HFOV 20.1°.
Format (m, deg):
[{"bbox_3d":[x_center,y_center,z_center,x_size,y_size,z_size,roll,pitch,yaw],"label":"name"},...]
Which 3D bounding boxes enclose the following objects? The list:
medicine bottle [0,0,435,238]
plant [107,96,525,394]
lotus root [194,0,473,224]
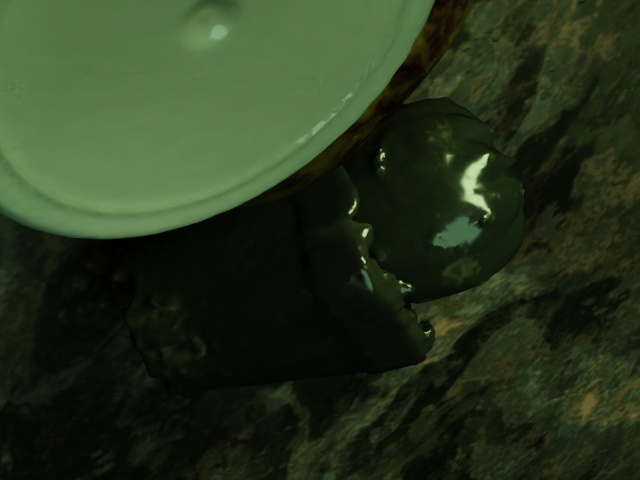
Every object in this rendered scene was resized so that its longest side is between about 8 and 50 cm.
[{"bbox_3d":[-0.099,-0.158,0.767,0.238,0.232,0.238,-23,142,-20],"label":"medicine bottle"},{"bbox_3d":[0.000,0.000,1.106,0.256,0.164,0.142,-25,145,1],"label":"plant"},{"bbox_3d":[-0.013,-0.122,0.963,0.314,0.141,0.169,-44,149,8],"label":"lotus root"}]
